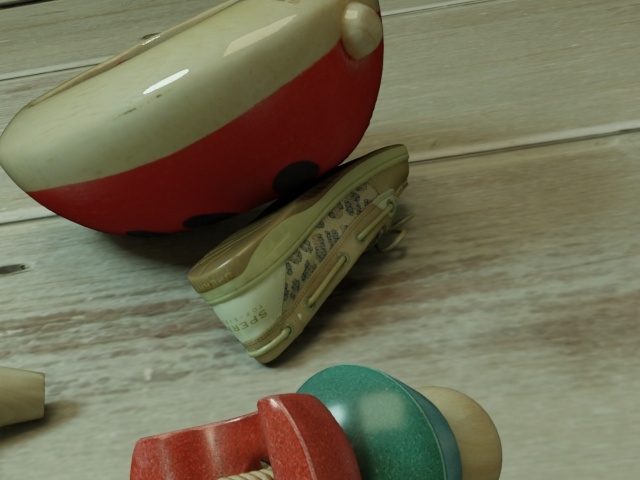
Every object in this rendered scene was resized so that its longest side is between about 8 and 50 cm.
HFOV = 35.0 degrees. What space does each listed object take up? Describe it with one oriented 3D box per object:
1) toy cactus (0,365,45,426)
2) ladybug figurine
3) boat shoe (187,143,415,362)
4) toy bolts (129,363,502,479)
[{"bbox_3d":[-0.291,0.122,0.724,0.181,0.112,0.219,2,20,-17],"label":"toy cactus"},{"bbox_3d":[-0.110,-0.111,0.926,0.449,0.162,0.305,-10,23,47],"label":"ladybug figurine"},{"bbox_3d":[0.000,0.000,0.857,0.105,0.089,0.285,-23,11,42],"label":"boat shoe"},{"bbox_3d":[0.013,0.167,0.415,0.218,0.228,0.158,-18,-12,42],"label":"toy bolts"}]
